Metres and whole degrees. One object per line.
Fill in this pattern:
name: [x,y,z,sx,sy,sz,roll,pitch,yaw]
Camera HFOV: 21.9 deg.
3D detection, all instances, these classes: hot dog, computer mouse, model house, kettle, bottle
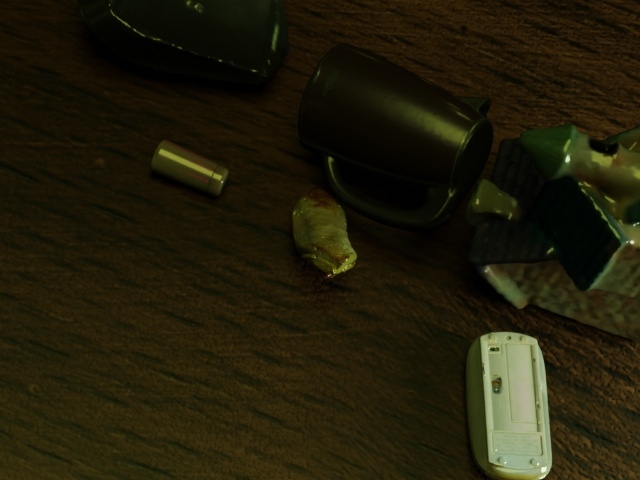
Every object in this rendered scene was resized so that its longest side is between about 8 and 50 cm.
hot dog: [0.001,0.001,2.087,0.078,0.061,0.169,9,33,-13]
computer mouse: [0.231,0.204,2.018,0.102,0.045,0.199,2,60,-7]
computer mouse: [-0.186,-0.291,2.216,0.295,0.087,0.168,19,52,-13]
model house: [0.333,-0.047,2.030,0.280,0.312,0.245,19,62,0]
kettle: [0.093,-0.126,2.103,0.232,0.144,0.202,25,79,24]
bottle: [-0.167,-0.092,2.124,0.096,0.045,0.045,23,59,2]
